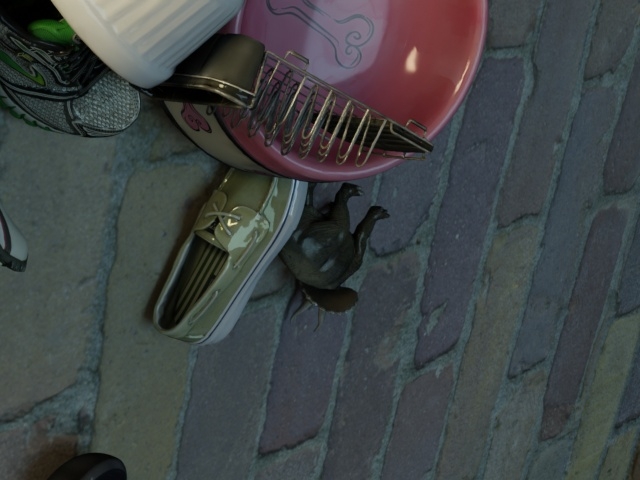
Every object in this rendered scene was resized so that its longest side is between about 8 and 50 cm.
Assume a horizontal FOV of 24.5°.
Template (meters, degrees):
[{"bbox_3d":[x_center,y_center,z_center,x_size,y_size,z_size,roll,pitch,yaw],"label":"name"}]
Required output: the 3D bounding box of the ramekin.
[{"bbox_3d":[-0.171,-0.280,1.307,0.127,0.273,0.273,-30,149,12],"label":"ramekin"}]

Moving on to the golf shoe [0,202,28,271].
[{"bbox_3d":[-0.351,-0.059,1.432,0.120,0.105,0.273,-62,149,-17],"label":"golf shoe"}]

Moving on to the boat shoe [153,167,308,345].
[{"bbox_3d":[-0.107,-0.004,1.805,0.094,0.109,0.302,8,107,-62],"label":"boat shoe"}]

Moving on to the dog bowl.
[{"bbox_3d":[0.013,-0.247,1.649,0.408,0.150,0.408,-13,116,-28],"label":"dog bowl"}]

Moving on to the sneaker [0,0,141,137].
[{"bbox_3d":[-0.265,-0.195,1.415,0.134,0.146,0.343,-56,147,-11],"label":"sneaker"}]

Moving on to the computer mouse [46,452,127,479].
[{"bbox_3d":[-0.309,0.352,1.810,0.188,0.072,0.272,-34,149,-42],"label":"computer mouse"}]

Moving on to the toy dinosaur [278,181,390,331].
[{"bbox_3d":[0.000,0.000,1.953,0.160,0.121,0.313,-68,154,-19],"label":"toy dinosaur"}]

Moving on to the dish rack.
[{"bbox_3d":[-0.030,-0.126,1.455,0.271,0.208,0.074,26,85,-31],"label":"dish rack"}]
